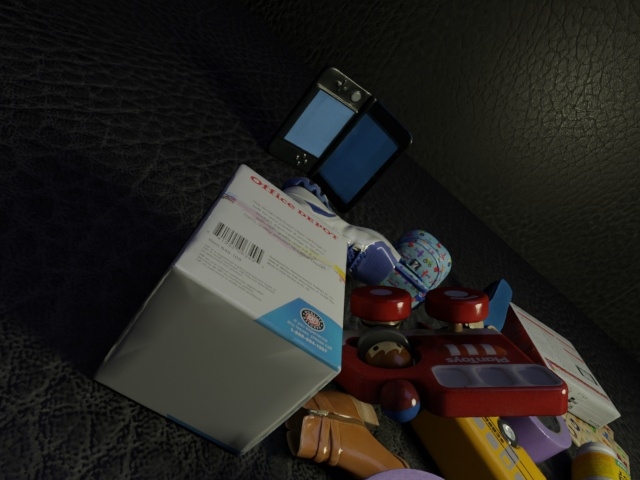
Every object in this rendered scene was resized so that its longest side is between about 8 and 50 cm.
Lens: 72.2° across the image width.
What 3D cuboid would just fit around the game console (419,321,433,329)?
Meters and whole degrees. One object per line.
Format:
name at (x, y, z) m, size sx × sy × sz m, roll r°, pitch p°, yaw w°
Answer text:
game console at (0.297, 0.271, 1.035) m, size 0.144 × 0.085 × 0.124 m, roll 33°, pitch 58°, yaw -19°

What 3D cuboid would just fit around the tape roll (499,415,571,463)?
tape roll at (0.473, 0.400, 1.010) m, size 0.189 × 0.080 × 0.189 m, roll 34°, pitch 27°, yaw -20°

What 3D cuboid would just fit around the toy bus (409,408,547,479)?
toy bus at (0.299, 0.409, 0.716) m, size 0.130 × 0.108 × 0.333 m, roll 4°, pitch 45°, yaw -52°

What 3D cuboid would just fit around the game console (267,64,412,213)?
game console at (0.043, -0.257, 1.164) m, size 0.250 × 0.293 × 0.173 m, roll 22°, pitch 32°, yaw -35°

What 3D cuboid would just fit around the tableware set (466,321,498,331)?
tableware set at (0.429, 0.270, 1.156) m, size 0.168 × 0.020 × 0.141 m, roll 35°, pitch 55°, yaw -20°

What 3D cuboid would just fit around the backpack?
backpack at (0.216, 0.069, 1.047) m, size 0.158 × 0.173 × 0.117 m, roll 47°, pitch 26°, yaw 8°

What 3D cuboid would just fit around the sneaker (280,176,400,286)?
sneaker at (-0.001, -0.001, 0.928) m, size 0.315 × 0.127 × 0.182 m, roll 39°, pitch 29°, yaw 9°

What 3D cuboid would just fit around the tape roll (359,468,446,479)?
tape roll at (0.083, 0.372, 0.408) m, size 0.274 × 0.090 × 0.275 m, roll 20°, pitch 44°, yaw -21°

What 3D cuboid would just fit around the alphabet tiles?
alphabet tiles at (0.798, 0.563, 1.298) m, size 0.285 × 0.011 × 0.342 m, roll 53°, pitch 28°, yaw 20°

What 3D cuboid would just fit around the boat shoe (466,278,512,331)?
boat shoe at (0.489, 0.216, 1.294) m, size 0.258 × 0.089 × 0.109 m, roll -33°, pitch 91°, yaw -41°

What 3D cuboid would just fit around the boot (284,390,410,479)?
boot at (0.032, 0.285, 0.577) m, size 0.152 × 0.073 × 0.197 m, roll 25°, pitch 19°, yaw -34°

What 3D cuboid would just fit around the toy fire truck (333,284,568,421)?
toy fire truck at (0.157, 0.177, 0.647) m, size 0.302 × 0.170 × 0.254 m, roll 0°, pitch 7°, yaw -1°

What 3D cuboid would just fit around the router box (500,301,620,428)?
router box at (0.723, 0.380, 1.372) m, size 0.335 × 0.082 × 0.301 m, roll 32°, pitch 26°, yaw -18°

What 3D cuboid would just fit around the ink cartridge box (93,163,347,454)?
ink cartridge box at (-0.101, 0.072, 0.566) m, size 0.198 × 0.197 × 0.270 m, roll 35°, pitch 27°, yaw -14°

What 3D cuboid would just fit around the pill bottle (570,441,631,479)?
pill bottle at (0.611, 0.535, 0.953) m, size 0.117 × 0.117 × 0.208 m, roll 49°, pitch 26°, yaw 13°
